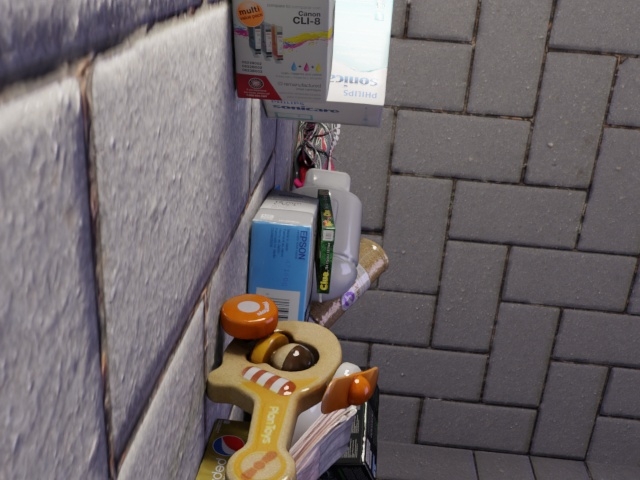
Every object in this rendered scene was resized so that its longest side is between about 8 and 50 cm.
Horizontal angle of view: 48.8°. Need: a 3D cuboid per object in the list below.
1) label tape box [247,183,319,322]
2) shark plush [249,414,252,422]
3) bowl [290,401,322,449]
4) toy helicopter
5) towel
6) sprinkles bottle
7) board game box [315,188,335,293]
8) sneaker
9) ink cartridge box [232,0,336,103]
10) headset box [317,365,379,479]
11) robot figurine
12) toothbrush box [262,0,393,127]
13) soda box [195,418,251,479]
[{"bbox_3d":[-0.065,0.042,1.404,0.348,0.115,0.249,-70,165,-74],"label":"label tape box"},{"bbox_3d":[-0.128,0.405,1.400,0.067,0.073,0.161,-8,112,-55],"label":"shark plush"},{"bbox_3d":[-0.045,0.320,1.513,0.298,0.134,0.298,175,-90,-86],"label":"bowl"},{"bbox_3d":[-0.039,0.215,0.927,0.355,0.234,0.140,-79,174,-64],"label":"toy helicopter"},{"bbox_3d":[-0.053,0.452,1.304,0.317,0.053,0.332,-44,161,-23],"label":"towel"},{"bbox_3d":[0.037,0.142,1.910,0.355,0.121,0.121,-44,155,-29],"label":"sprinkles bottle"},{"bbox_3d":[0.006,-0.005,1.442,0.260,0.030,0.136,-96,-168,-70],"label":"board game box"},{"bbox_3d":[-0.016,-0.266,1.945,0.112,0.120,0.300,18,66,-56],"label":"sneaker"},{"bbox_3d":[-0.046,-0.296,0.950,0.127,0.128,0.176,-82,175,-47],"label":"ink cartridge box"},{"bbox_3d":[-0.012,0.441,1.679,0.131,0.282,0.247,69,21,-48],"label":"headset box"},{"bbox_3d":[0.000,0.000,1.775,0.300,0.199,0.354,99,-3,-69],"label":"robot figurine"},{"bbox_3d":[0.019,-0.369,1.275,0.126,0.216,0.296,79,15,-80],"label":"toothbrush box"},{"bbox_3d":[-0.133,0.326,0.979,0.181,0.061,0.058,-79,174,-67],"label":"soda box"}]
